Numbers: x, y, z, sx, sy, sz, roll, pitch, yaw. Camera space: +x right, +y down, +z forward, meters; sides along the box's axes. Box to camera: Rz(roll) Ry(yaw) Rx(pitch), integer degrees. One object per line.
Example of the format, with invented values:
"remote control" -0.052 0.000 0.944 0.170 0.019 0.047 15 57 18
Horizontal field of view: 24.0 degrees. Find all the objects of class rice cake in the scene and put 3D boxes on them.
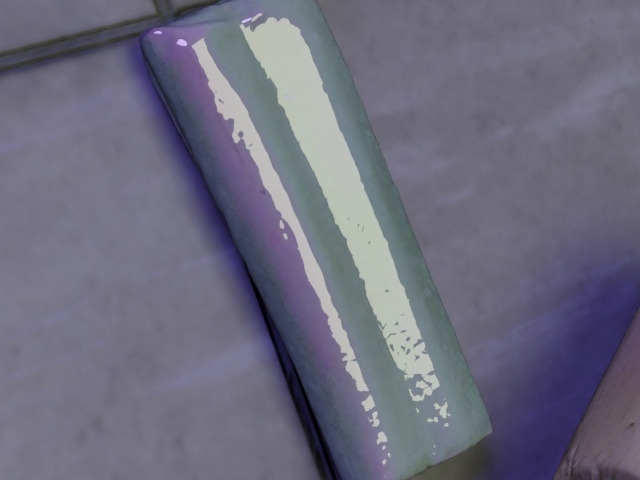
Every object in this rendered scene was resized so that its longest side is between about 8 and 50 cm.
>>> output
"rice cake" 0.001 0.001 0.638 0.080 0.042 0.222 -28 98 -36

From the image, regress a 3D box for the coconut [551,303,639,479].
"coconut" 0.237 0.092 0.665 0.239 0.239 0.244 48 63 -17
